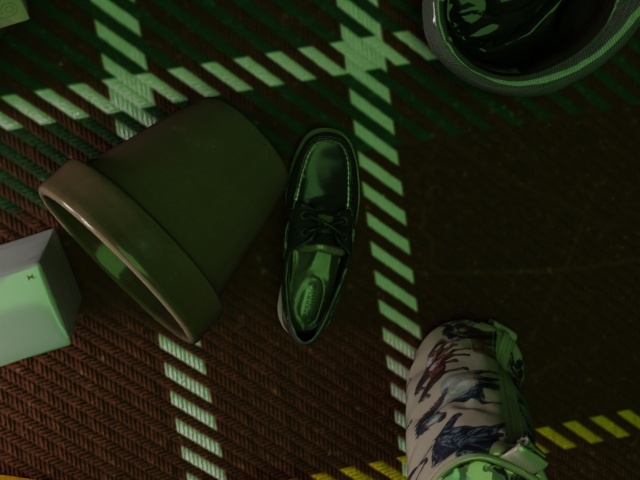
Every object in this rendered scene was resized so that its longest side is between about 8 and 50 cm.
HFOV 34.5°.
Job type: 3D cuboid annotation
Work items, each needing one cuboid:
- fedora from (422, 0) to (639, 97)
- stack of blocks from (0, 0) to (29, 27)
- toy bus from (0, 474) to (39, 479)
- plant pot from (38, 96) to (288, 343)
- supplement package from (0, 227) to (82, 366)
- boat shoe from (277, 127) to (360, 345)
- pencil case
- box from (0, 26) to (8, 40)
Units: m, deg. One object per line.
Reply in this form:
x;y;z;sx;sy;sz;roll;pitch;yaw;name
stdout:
0.256;-0.310;1.274;0.275;0.124;0.243;-36;105;10;fedora
-0.452;-0.234;1.030;0.297;0.171;0.087;-18;141;-5;stack of blocks
-0.436;0.373;1.340;0.333;0.130;0.108;12;102;-11;toy bus
-0.165;-0.043;1.236;0.229;0.263;0.263;-45;107;-15;plant pot
-0.360;0.066;1.247;0.105;0.179;0.105;-18;106;-4;supplement package
0.000;0.000;1.331;0.103;0.092;0.285;8;103;-11;boat shoe
0.194;0.236;1.273;0.183;0.410;0.160;-42;100;17;pencil case
-0.470;-0.279;1.176;0.213;0.117;0.243;30;97;-15;box
